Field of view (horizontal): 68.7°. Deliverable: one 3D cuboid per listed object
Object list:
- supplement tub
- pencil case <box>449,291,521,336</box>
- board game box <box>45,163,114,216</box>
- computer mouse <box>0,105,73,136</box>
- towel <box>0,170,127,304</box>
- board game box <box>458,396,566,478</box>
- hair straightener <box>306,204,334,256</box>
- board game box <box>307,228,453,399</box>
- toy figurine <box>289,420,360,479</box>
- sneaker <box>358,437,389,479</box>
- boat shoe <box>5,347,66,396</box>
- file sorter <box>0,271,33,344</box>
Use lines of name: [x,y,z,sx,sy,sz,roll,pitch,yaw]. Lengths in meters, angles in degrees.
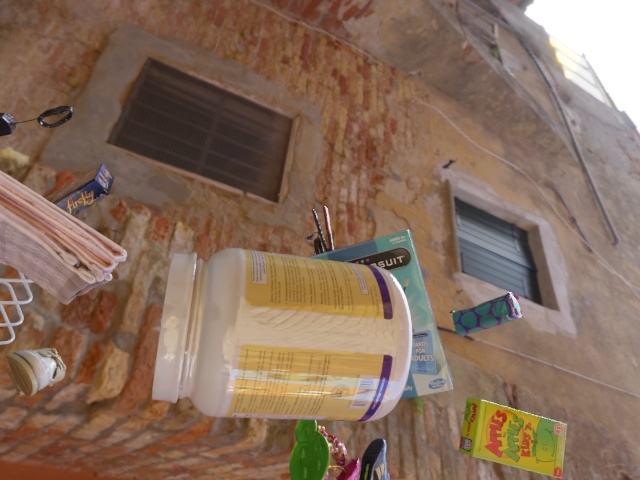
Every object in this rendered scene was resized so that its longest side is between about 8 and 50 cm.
supplement tub: [-0.061,0.138,0.694,0.241,0.332,0.240,-172,-90,-75]
pencil case: [0.378,0.169,1.071,0.152,0.064,0.070,-28,-174,35]
board game box: [-0.543,-0.062,0.952,0.243,0.042,0.165,-34,-153,-6]
computer mouse: [-0.710,-0.287,1.098,0.071,0.242,0.041,105,-35,-55]
towel: [-0.387,-0.035,0.505,0.332,0.317,0.053,-17,-140,56]
board game box: [0.336,0.343,0.814,0.043,0.182,0.092,146,-39,-69]
hair straightener: [0.000,0.000,1.559,0.047,0.089,0.230,35,42,-70]
board game box: [0.113,0.171,1.009,0.079,0.254,0.335,6,68,-75]
toy figurine: [0.023,0.524,1.131,0.130,0.159,0.173,-40,-143,23]
sneaker: [0.125,0.522,1.054,0.053,0.059,0.144,-27,-146,49]
boat shoe: [-0.678,0.304,1.123,0.302,0.103,0.113,-24,-89,51]
file sorter: [-0.793,0.094,1.107,0.193,0.173,0.277,41,-72,33]
